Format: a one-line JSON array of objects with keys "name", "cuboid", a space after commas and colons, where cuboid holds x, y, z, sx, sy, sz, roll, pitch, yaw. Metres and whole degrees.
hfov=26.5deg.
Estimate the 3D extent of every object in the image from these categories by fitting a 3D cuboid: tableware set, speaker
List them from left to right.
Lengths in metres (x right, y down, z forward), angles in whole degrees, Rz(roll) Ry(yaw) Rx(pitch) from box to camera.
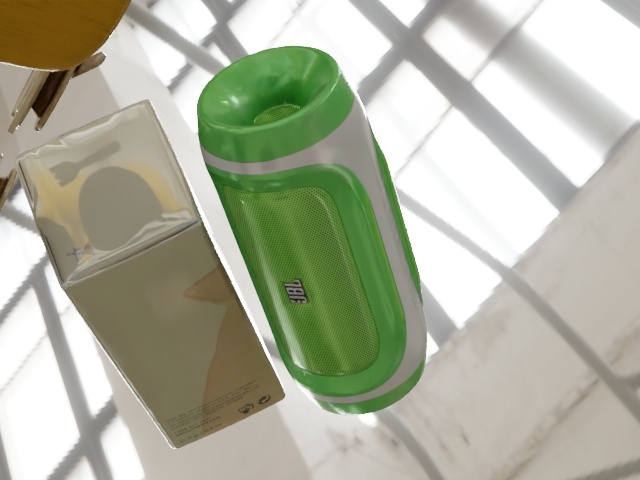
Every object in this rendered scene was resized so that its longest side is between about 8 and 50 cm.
[{"name": "tableware set", "cuboid": [-0.215, -0.066, 0.987, 0.039, 0.128, 0.194, 28, -85, -16]}, {"name": "speaker", "cuboid": [0.000, 0.000, 1.063, 0.131, 0.131, 0.296, -24, -52, -7]}]

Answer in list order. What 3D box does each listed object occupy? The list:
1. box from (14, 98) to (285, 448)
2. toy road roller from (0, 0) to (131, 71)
[{"name": "box", "cuboid": [-0.138, 0.039, 1.167, 0.121, 0.148, 0.311, -24, -32, -3]}, {"name": "toy road roller", "cuboid": [-0.200, -0.235, 0.564, 0.329, 0.202, 0.241, 13, -59, -46]}]
